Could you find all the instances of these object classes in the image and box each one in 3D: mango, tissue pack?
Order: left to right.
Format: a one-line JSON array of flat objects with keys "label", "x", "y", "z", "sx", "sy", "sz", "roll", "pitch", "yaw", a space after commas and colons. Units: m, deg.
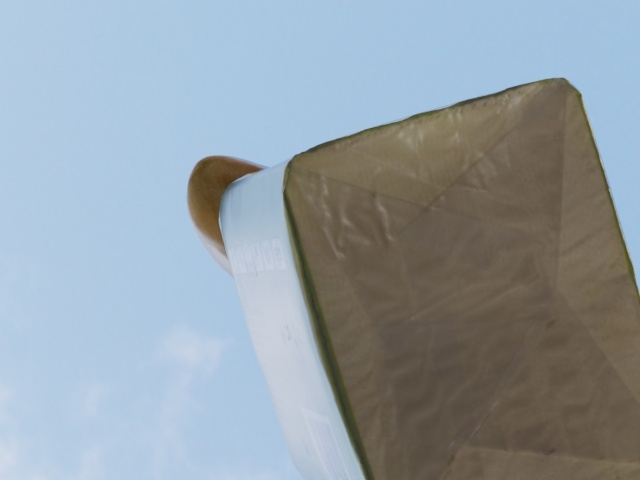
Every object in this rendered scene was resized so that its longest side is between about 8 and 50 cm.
[{"label": "mango", "x": 0.000, "y": 0.000, "z": 1.077, "sx": 0.184, "sy": 0.085, "sz": 0.102, "roll": 14, "pitch": -69, "yaw": -7}, {"label": "tissue pack", "x": 0.055, "y": 0.037, "z": 0.899, "sx": 0.167, "sy": 0.275, "sz": 0.200, "roll": -16, "pitch": -89, "yaw": -9}]
